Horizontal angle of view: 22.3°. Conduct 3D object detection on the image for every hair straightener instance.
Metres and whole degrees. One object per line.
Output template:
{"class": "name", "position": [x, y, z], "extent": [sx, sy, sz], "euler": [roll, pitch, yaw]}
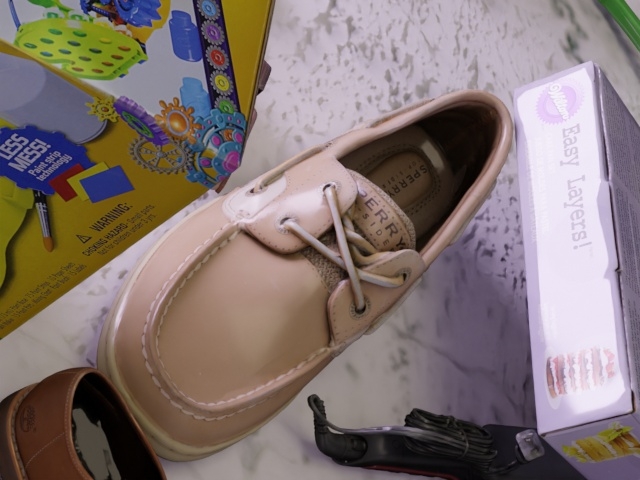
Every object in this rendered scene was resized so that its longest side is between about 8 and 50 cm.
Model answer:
{"class": "hair straightener", "position": [0.093, 0.119, 0.985], "extent": [0.230, 0.089, 0.047], "euler": [18, 58, -32]}

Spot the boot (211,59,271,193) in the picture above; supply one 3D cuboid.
{"class": "boot", "position": [-0.080, -0.094, 0.994], "extent": [0.087, 0.042, 0.118], "euler": [30, 50, -17]}

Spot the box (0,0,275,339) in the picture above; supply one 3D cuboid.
{"class": "box", "position": [-0.212, -0.101, 0.704], "extent": [0.279, 0.290, 0.177], "euler": [27, 53, -26]}

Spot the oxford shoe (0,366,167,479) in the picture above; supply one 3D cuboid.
{"class": "oxford shoe", "position": [-0.095, 0.163, 0.813], "extent": [0.076, 0.076, 0.212], "euler": [-22, 84, -47]}

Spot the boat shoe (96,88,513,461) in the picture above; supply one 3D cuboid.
{"class": "boat shoe", "position": [0.000, 0.000, 0.955], "extent": [0.122, 0.110, 0.341], "euler": [51, 45, -6]}

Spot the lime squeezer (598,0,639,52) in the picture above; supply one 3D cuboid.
{"class": "lime squeezer", "position": [0.339, -0.086, 1.340], "extent": [0.310, 0.059, 0.110], "euler": [34, 23, -16]}

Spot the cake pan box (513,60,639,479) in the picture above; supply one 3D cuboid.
{"class": "cake pan box", "position": [0.209, 0.048, 1.071], "extent": [0.246, 0.070, 0.267], "euler": [44, 38, -50]}
